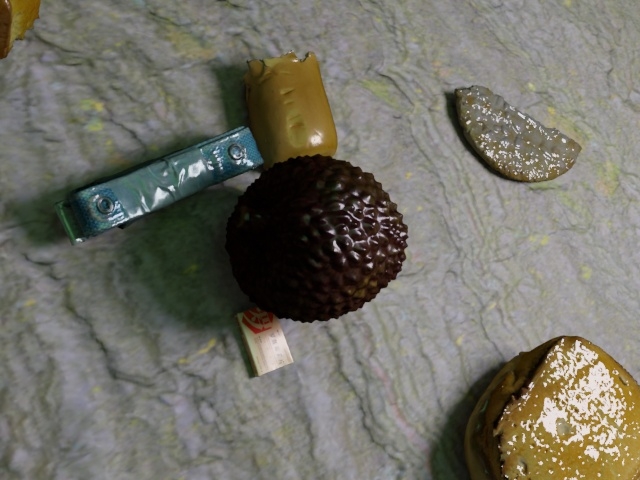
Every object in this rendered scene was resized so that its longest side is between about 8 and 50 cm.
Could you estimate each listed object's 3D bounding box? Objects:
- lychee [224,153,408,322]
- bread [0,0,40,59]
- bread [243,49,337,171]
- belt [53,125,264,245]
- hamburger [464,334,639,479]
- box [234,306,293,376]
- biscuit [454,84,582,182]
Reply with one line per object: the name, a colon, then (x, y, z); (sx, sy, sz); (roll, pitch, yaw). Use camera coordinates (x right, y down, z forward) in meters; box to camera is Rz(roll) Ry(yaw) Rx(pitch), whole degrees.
lychee: (0.000, 0.000, 1.111); (0.271, 0.236, 0.236); (7, 71, -39)
bread: (-0.449, -0.355, 1.023); (0.229, 0.139, 0.143); (42, 51, -14)
bread: (-0.040, -0.190, 1.229); (0.134, 0.085, 0.173); (-12, 81, -32)
belt: (-0.210, -0.078, 1.102); (0.302, 0.087, 0.072); (-27, 102, -32)
hamburger: (0.375, 0.312, 1.263); (0.284, 0.174, 0.304); (51, 58, -5)
box: (-0.080, 0.138, 1.149); (0.058, 0.015, 0.093); (-17, 85, -31)
biscuit: (0.347, -0.176, 1.475); (0.289, 0.038, 0.141); (26, 65, -19)
